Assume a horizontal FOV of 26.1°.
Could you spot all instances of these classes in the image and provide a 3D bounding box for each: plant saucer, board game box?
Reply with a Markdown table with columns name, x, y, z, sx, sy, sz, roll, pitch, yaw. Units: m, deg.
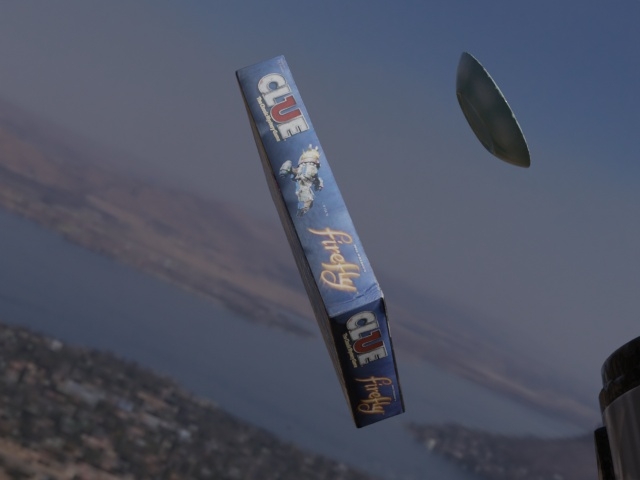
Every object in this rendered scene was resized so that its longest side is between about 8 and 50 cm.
| name | x | y | z | sx | sy | sz | roll | pitch | yaw |
| --- | --- | --- | --- | --- | --- | --- | --- | --- | --- |
| plant saucer | 0.241 | -0.182 | 2.020 | 0.195 | 0.037 | 0.195 | 61 | -2 | 4 |
| board game box | 0.000 | 0.000 | 1.058 | 0.165 | 0.042 | 0.243 | 76 | -6 | -54 |

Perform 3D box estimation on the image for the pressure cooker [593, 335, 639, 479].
| name | x | y | z | sx | sy | sz | roll | pitch | yaw |
| --- | --- | --- | --- | --- | --- | --- | --- | --- | --- |
| pressure cooker | 0.512 | 0.241 | 1.570 | 0.375 | 0.420 | 0.370 | -1 | -24 | -12 |
